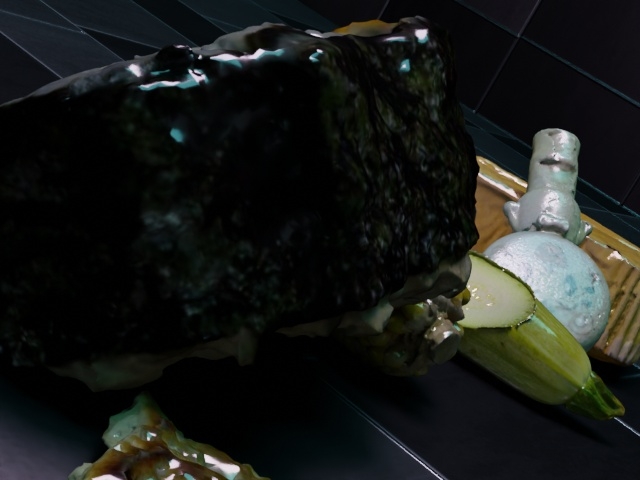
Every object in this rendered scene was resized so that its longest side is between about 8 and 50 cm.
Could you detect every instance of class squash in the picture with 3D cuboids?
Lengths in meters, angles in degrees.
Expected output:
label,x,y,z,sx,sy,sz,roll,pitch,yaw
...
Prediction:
label,x,y,z,sx,sy,sz,roll,pitch,yaw
squash,0.162,0.079,1.062,0.200,0.075,0.090,34,32,15

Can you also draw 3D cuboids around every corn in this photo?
label,x,y,z,sx,sy,sz,roll,pitch,yaw
corn,0.000,0.000,0.987,0.097,0.097,0.320,16,18,-44

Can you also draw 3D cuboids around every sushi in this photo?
label,x,y,z,sx,sy,sz,roll,pitch,yaw
sushi,-0.034,-0.027,0.747,0.211,0.171,0.350,-12,3,32

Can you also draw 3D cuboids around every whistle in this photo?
label,x,y,z,sx,sy,sz,roll,pitch,yaw
whistle,0.198,0.012,1.178,0.126,0.067,0.258,14,59,-4

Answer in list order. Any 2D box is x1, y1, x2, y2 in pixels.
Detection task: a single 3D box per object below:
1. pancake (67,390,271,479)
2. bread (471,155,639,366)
label,x,y,z,sx,sy,sz,roll,pitch,yaw
pancake,0.055,0.176,0.518,0.426,0.067,0.305,27,14,-10
bread,0.211,0.014,1.310,0.288,0.119,0.152,31,17,12
